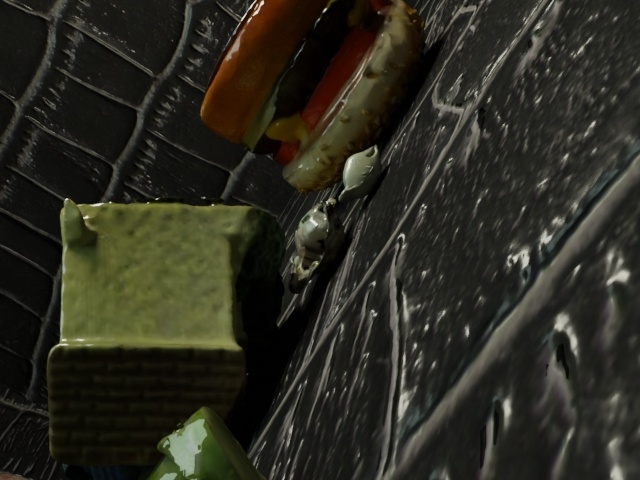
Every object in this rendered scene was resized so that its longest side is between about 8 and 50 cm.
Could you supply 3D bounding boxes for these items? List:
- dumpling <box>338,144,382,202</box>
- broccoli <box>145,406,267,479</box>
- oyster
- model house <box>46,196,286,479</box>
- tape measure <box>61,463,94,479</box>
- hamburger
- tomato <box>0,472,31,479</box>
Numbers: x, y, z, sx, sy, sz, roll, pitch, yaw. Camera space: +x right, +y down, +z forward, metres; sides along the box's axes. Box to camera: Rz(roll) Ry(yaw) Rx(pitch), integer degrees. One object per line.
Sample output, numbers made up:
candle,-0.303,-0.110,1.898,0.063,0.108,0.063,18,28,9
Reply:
dumpling,0.048,-0.072,0.967,0.059,0.043,0.077,97,-176,-62
broccoli,-0.172,0.261,0.479,0.361,0.221,0.252,-56,-28,12
oyster,-0.001,-0.003,0.957,0.165,0.053,0.108,-100,22,-71
model house,-0.158,0.143,0.897,0.321,0.261,0.266,102,166,-51
tape measure,-0.240,0.249,1.060,0.106,0.175,0.200,-51,9,40
hamburger,-0.002,-0.243,1.233,0.330,0.250,0.330,-55,3,5
tomato,-0.435,0.445,1.026,0.316,0.317,0.282,-64,-31,-41
